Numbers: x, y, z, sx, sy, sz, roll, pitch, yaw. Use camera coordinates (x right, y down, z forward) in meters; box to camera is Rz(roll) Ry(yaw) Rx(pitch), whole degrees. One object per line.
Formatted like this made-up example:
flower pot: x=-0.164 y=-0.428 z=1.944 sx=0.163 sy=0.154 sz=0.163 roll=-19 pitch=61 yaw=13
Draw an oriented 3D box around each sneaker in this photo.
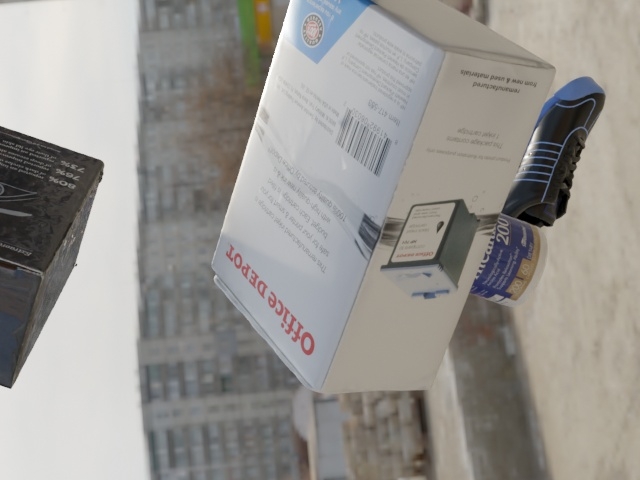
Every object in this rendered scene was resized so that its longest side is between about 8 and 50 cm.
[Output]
sneaker: x=0.266 y=-0.079 z=1.460 sx=0.090 sy=0.232 sz=0.081 roll=45 pitch=-167 yaw=36

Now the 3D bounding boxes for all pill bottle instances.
pill bottle: x=0.105 y=0.002 z=0.947 sx=0.067 sy=0.120 sz=0.067 roll=-161 pitch=90 yaw=-73

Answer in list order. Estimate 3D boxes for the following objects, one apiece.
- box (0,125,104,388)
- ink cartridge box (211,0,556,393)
box: x=-0.271 y=-0.002 z=0.969 sx=0.207 sy=0.153 sz=0.108 roll=-79 pitch=10 yaw=-63
ink cartridge box: x=0.024 y=-0.034 z=0.672 sx=0.139 sy=0.082 sz=0.191 roll=44 pitch=124 yaw=48
